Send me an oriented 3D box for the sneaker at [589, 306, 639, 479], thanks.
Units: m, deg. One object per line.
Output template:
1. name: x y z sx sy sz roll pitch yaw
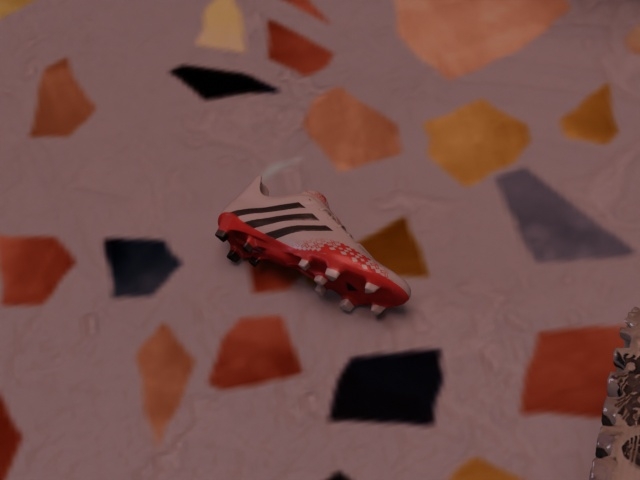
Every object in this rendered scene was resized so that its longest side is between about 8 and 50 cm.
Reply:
1. sneaker: 0.133 0.136 0.473 0.146 0.102 0.293 9 46 10

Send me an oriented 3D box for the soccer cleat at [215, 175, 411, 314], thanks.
1. soccer cleat: 0.000 0.000 0.660 0.083 0.029 0.035 20 64 28
